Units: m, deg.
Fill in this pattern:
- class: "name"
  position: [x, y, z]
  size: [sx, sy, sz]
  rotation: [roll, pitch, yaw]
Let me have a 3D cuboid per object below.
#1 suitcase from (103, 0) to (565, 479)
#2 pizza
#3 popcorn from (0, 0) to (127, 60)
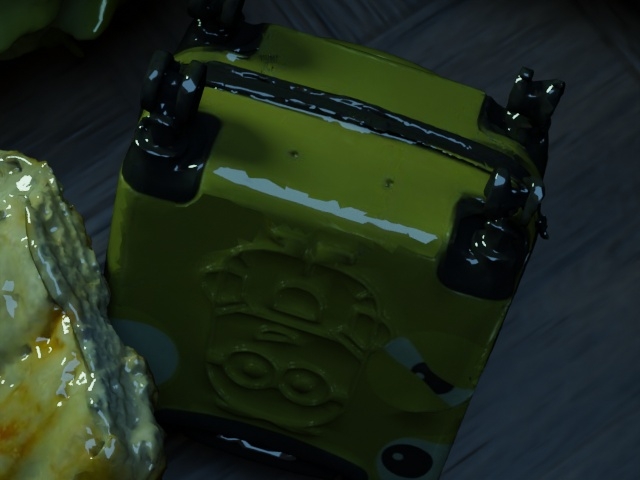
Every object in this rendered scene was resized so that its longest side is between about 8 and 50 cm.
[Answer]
- class: "suitcase"
  position: [0.000, 0.000, 0.807]
  size: [0.194, 0.235, 0.143]
  rotation: [17, 46, 2]
- class: "pizza"
  position: [-0.178, 0.042, 0.789]
  size: [0.071, 0.189, 0.297]
  rotation: [-3, 56, -49]
- class: "popcorn"
  position: [-0.162, -0.246, 0.838]
  size: [0.312, 0.312, 0.312]
  rotation: [1, 71, -4]
